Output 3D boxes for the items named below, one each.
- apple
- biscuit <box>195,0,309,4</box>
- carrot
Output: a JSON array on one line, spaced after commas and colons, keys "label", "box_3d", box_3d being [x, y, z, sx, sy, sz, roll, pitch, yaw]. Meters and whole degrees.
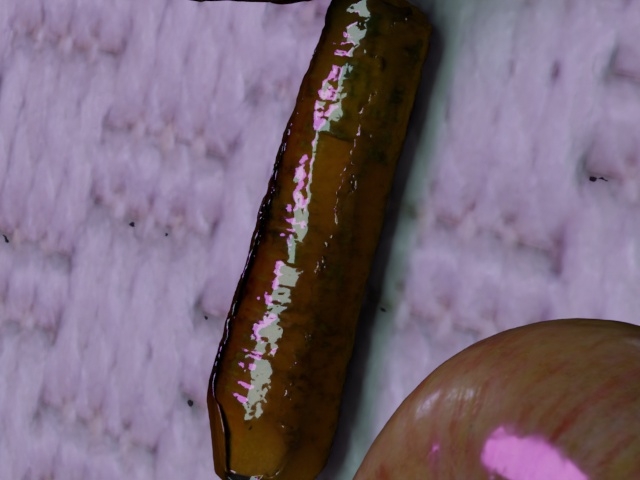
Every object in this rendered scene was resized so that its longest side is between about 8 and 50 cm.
[{"label": "apple", "box_3d": [0.120, 0.158, 0.757, 0.260, 0.194, 0.261, -9, 78, 47]}, {"label": "biscuit", "box_3d": [0.006, -0.343, 1.000, 0.342, 0.166, 0.395, -45, 51, 33]}, {"label": "carrot", "box_3d": [0.000, 0.000, 1.012, 0.070, 0.070, 0.260, 19, 94, 47]}]
